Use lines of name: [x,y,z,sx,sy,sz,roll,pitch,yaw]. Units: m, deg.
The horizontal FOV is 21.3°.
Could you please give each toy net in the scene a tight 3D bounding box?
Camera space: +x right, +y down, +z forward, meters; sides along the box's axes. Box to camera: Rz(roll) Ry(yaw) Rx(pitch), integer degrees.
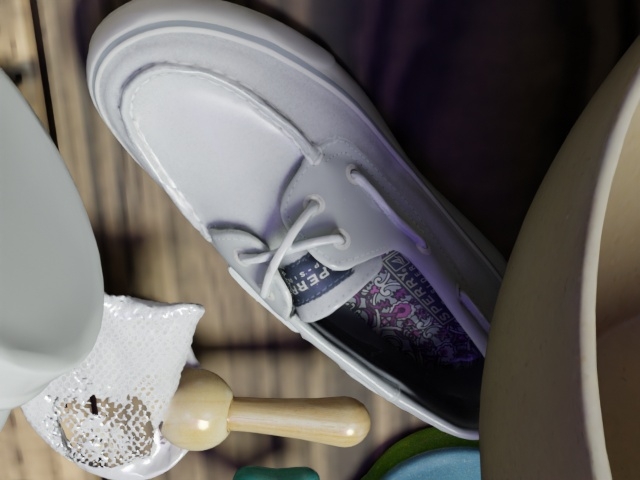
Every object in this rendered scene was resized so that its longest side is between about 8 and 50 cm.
toy net: [-0.028,0.080,0.601,0.232,0.045,0.122,35,120,-26]

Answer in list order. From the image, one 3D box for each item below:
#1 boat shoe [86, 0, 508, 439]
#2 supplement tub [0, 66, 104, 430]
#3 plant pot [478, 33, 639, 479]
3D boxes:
boat shoe: [0.000,0.000,0.524,0.066,0.063,0.184,-30,125,18]
supplement tub: [-0.177,0.027,0.480,0.199,0.144,0.144,-29,125,17]
plant pot: [0.158,0.063,0.488,0.284,0.284,0.191,15,160,-16]
